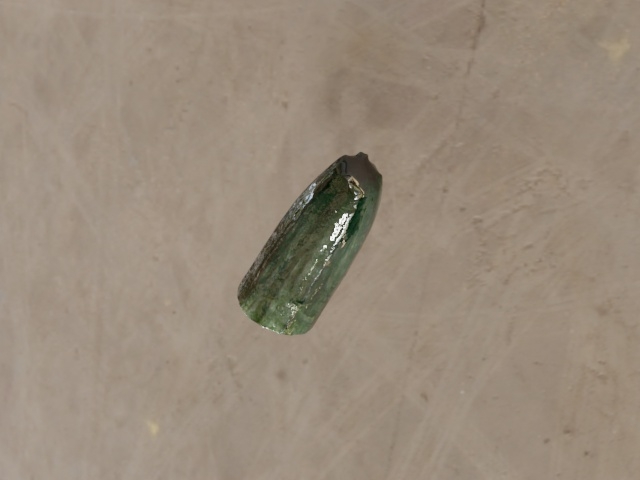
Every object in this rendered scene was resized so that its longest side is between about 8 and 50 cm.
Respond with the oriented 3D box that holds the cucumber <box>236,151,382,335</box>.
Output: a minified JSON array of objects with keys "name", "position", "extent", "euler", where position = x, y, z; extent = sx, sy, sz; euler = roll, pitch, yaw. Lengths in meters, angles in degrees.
[{"name":"cucumber","position":[0.000,0.000,0.518],"extent":[0.048,0.048,0.105],"euler":[49,117,30]}]
